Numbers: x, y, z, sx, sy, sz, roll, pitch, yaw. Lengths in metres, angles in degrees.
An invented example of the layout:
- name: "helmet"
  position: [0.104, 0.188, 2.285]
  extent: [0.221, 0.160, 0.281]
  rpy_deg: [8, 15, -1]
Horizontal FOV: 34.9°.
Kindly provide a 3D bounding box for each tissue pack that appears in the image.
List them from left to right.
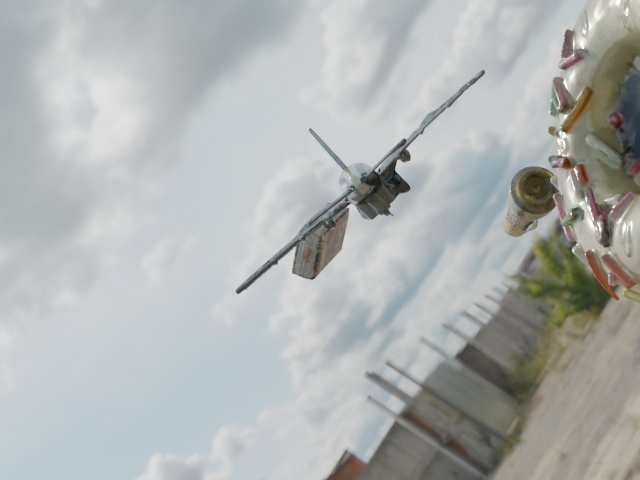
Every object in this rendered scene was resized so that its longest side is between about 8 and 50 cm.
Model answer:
- name: "tissue pack"
  position: [0.000, 0.000, 2.058]
  extent: [0.148, 0.060, 0.108]
  rpy_deg: [-46, -30, -55]

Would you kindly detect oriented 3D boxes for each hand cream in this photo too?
- name: "hand cream"
  position: [0.346, -0.054, 1.736]
  extent: [0.084, 0.084, 0.203]
  rpy_deg: [-54, -9, -15]

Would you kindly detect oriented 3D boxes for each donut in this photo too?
- name: "donut"
  position: [0.336, -0.118, 0.984]
  extent: [0.382, 0.142, 0.382]
  rpy_deg: [-178, 90, -79]

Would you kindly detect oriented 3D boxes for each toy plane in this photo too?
- name: "toy plane"
  position: [0.028, -0.041, 0.730]
  extent: [0.226, 0.058, 0.226]
  rpy_deg: [-42, -9, 4]
